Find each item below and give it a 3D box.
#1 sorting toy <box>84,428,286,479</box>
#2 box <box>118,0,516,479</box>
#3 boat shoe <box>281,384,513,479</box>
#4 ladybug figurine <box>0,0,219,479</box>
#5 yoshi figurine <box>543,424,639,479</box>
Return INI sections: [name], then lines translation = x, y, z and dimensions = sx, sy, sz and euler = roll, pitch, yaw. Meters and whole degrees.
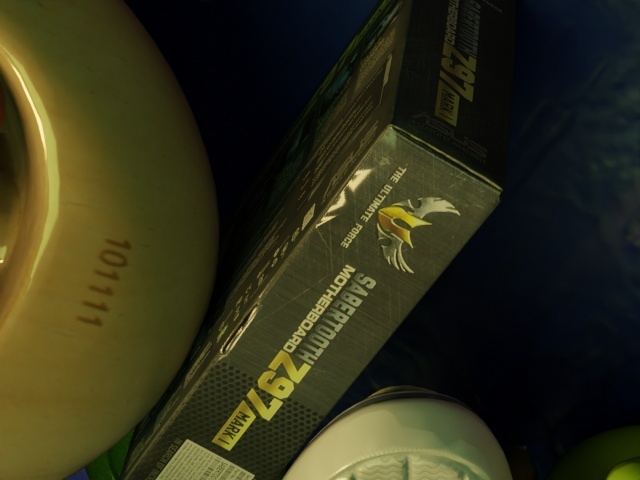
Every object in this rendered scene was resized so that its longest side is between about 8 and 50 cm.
[sorting toy]
translation = -0.109, 0.108, 0.901
dimensions = 0.127, 0.126, 0.365
euler = -19, 99, 30
[box]
translation = 0.000, 0.000, 0.768
dimensions = 0.059, 0.183, 0.233
euler = 30, 121, -12
[boat shoe]
translation = 0.024, 0.144, 0.798
dimensions = 0.109, 0.094, 0.302
euler = 4, 143, -2
[ladybug figurine]
translation = -0.265, -0.040, 0.707
dimensions = 0.449, 0.162, 0.305
euler = 21, 93, -20
[yoshi figurine]
translation = 0.196, 0.228, 0.802
dimensions = 0.203, 0.203, 0.362
euler = 13, 134, 58
